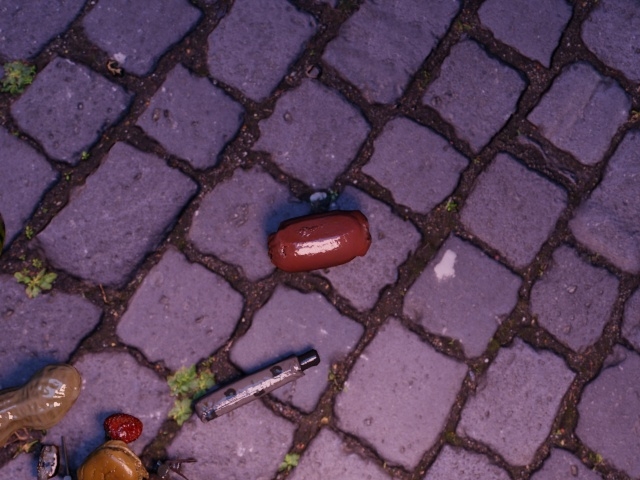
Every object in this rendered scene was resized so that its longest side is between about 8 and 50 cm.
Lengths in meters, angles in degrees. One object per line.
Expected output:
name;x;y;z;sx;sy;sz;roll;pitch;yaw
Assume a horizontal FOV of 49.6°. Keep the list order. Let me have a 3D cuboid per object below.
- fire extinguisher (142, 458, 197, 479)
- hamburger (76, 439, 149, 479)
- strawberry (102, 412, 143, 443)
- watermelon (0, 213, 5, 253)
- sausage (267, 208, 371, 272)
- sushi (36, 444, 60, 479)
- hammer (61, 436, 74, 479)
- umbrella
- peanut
fire extinguisher;-0.395;0.620;1.662;0.106;0.075;0.252;35;75;-6
hamburger;-0.487;0.546;1.620;0.147;0.083;0.138;-36;101;14
strawberry;-0.477;0.458;1.678;0.096;0.083;0.083;-4;78;-44
watermelon;-0.874;-0.060;1.723;0.245;0.063;0.119;39;95;-5
sausage;0.000;0.000;1.800;0.279;0.152;0.152;-10;81;-7
sushi;-0.646;0.529;1.652;0.045;0.044;0.083;4;81;-7
hammer;-0.613;0.528;1.668;0.019;0.035;0.110;-13;73;-12
umbrella;-0.156;0.360;1.746;0.337;0.073;0.067;-24;103;-13
peanut;-0.701;0.398;1.631;0.298;0.120;0.136;-26;80;-10
